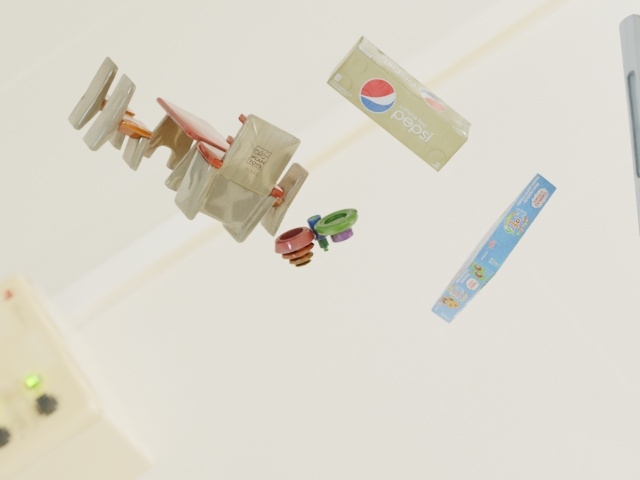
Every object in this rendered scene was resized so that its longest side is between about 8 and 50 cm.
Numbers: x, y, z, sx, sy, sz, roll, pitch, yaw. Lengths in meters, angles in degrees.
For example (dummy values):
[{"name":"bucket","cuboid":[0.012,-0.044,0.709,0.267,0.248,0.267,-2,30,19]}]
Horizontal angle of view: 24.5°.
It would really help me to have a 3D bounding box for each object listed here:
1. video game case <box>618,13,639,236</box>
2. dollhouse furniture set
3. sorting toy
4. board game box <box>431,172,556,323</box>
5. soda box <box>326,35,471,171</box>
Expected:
[{"name":"video game case","cuboid":[0.524,-0.113,1.859,0.036,0.329,0.300,-34,-129,53]},{"name":"dollhouse furniture set","cuboid":[-0.125,-0.111,1.710,0.262,0.135,0.259,26,10,-30]},{"name":"sorting toy","cuboid":[0.000,0.000,1.627,0.061,0.102,0.042,-88,157,-71]},{"name":"board game box","cuboid":[0.233,0.014,2.006,0.039,0.160,0.211,37,-23,2]},{"name":"soda box","cuboid":[0.099,-0.169,1.831,0.181,0.061,0.058,39,24,-7]}]
